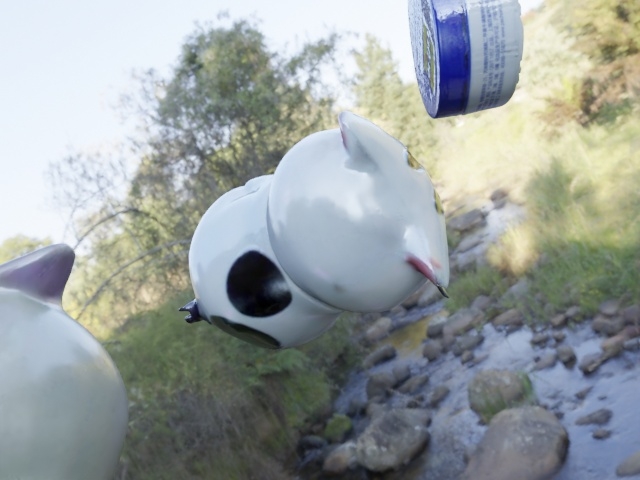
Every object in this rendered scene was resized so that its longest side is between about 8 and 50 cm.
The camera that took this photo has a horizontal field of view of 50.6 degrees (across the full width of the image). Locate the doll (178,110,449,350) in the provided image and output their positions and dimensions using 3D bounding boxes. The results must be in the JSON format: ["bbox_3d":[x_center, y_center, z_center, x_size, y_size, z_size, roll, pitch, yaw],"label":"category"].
[{"bbox_3d":[-0.003,0.001,0.393,0.181,0.110,0.107,-30,7,44],"label":"doll"}]

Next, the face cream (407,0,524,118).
[{"bbox_3d":[0.180,-0.263,0.855,0.111,0.205,0.206,-10,3,3],"label":"face cream"}]

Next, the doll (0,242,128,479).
[{"bbox_3d":[-0.211,0.201,0.390,0.226,0.370,0.215,-8,-34,-23],"label":"doll"}]
